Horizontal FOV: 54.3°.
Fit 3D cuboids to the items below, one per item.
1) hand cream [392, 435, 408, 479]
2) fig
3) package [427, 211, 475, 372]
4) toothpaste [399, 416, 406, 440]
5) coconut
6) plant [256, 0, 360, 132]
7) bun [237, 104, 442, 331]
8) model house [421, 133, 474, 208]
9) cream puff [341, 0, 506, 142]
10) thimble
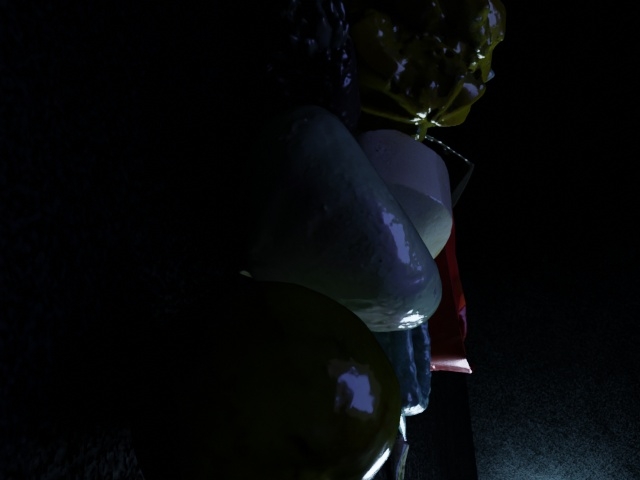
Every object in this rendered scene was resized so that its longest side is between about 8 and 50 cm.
[{"bbox_3d":[0.156,0.476,1.247,0.057,0.037,0.165,50,42,-59],"label":"hand cream"},{"bbox_3d":[-0.047,0.109,0.497,0.225,0.203,0.203,-110,179,-53],"label":"fig"},{"bbox_3d":[0.179,0.087,1.218,0.123,0.196,0.423,-45,126,-64],"label":"package"},{"bbox_3d":[0.160,0.355,1.308,0.205,0.036,0.056,68,20,-48],"label":"toothpaste"},{"bbox_3d":[0.086,-0.048,0.957,0.241,0.241,0.241,-8,90,-73],"label":"coconut"},{"bbox_3d":[-0.015,-0.236,0.863,0.129,0.132,0.194,-86,164,-45],"label":"plant"},{"bbox_3d":[0.000,0.000,0.713,0.293,0.187,0.293,55,5,-7],"label":"bun"},{"bbox_3d":[0.194,-0.166,1.465,0.204,0.211,0.243,-61,-156,13],"label":"model house"},{"bbox_3d":[0.154,-0.329,1.069,0.275,0.378,0.378,-112,-178,-56],"label":"cream puff"},{"bbox_3d":[0.093,0.173,0.989,0.198,0.143,0.235,63,24,-43],"label":"thimble"}]
